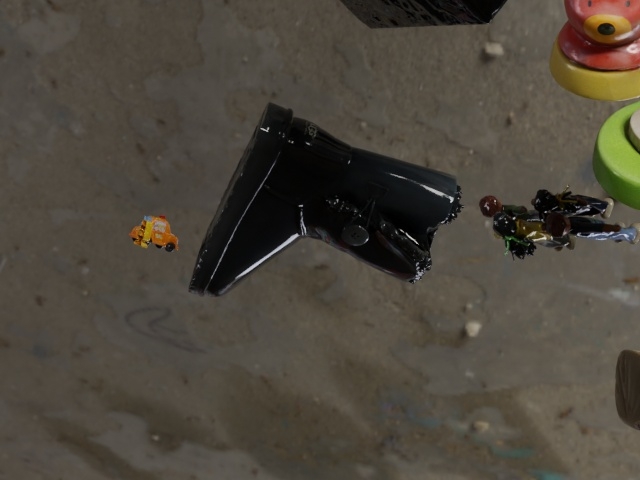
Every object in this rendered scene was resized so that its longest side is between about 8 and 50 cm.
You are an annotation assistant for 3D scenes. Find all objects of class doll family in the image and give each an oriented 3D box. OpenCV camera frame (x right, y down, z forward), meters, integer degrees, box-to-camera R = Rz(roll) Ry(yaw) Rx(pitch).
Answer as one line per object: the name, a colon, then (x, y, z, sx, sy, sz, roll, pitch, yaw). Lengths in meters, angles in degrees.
doll family: (0.242, -0.020, 1.030, 0.111, 0.076, 0.193, 11, 164, -31)

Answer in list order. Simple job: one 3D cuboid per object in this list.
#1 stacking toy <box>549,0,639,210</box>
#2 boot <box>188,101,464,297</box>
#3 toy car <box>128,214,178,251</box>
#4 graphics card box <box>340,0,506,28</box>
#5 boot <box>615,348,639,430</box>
stacking toy: (0.365, -0.167, 0.862, 0.308, 0.280, 0.130, -3, 136, 11)
boot: (0.000, 0.000, 0.946, 0.207, 0.094, 0.246, 24, 129, -10)
toy car: (-0.184, -0.009, 1.122, 0.060, 0.041, 0.122, 16, 178, -16)
graphics card box: (0.155, -0.320, 0.702, 0.094, 0.371, 0.233, 40, 177, -20)
boot: (0.385, 0.147, 0.838, 0.203, 0.095, 0.262, 2, 180, 1)
